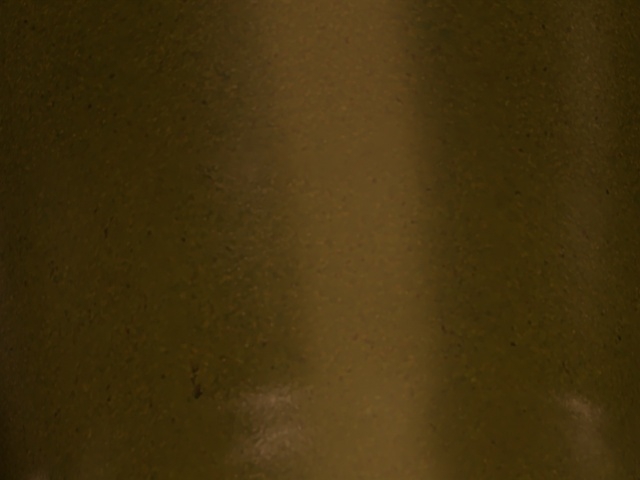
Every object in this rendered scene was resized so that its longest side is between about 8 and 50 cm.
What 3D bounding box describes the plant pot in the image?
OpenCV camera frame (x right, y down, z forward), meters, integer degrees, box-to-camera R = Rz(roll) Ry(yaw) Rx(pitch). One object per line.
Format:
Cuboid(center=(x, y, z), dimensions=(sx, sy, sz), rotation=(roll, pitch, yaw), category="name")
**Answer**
Cuboid(center=(0.000, 0.000, 0.578), dimensions=(0.367, 0.366, 0.353), rotation=(0, 56, -6), category="plant pot")
